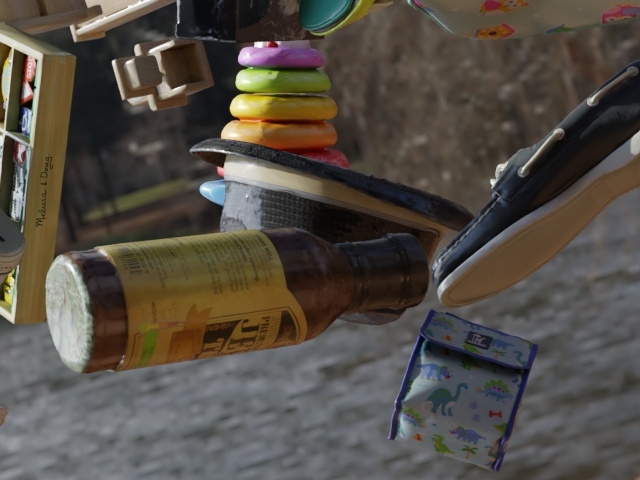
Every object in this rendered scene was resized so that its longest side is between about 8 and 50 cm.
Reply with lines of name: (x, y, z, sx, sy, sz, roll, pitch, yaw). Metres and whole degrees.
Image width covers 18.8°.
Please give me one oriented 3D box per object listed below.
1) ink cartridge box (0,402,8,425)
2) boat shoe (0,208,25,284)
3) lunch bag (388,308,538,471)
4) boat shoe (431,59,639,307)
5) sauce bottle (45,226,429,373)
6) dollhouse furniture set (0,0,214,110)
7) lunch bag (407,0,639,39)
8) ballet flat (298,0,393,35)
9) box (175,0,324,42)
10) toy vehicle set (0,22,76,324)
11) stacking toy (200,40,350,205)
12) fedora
ink cartridge box: (-0.462, 0.224, 2.200, 0.153, 0.087, 0.208, -54, -14, 0)
boat shoe: (-0.376, -0.040, 1.853, 0.083, 0.226, 0.076, -18, -28, -47)
lunch bag: (0.155, 0.151, 2.055, 0.128, 0.151, 0.096, 18, -37, 7)
boat shoe: (0.220, -0.053, 1.846, 0.302, 0.091, 0.114, -35, -24, 0)
sauce bottle: (-0.065, 0.044, 1.705, 0.344, 0.111, 0.111, -7, -4, -26)
dollhouse furniture set: (-0.333, -0.264, 2.142, 0.173, 0.303, 0.355, -16, 1, 44)
lunch bag: (0.170, -0.259, 1.572, 0.224, 0.108, 0.279, -11, -19, 25)
ballet flat: (0.055, -0.278, 2.011, 0.077, 0.077, 0.231, 2, -24, -25)
box: (-0.074, -0.299, 2.132, 0.093, 0.156, 0.158, 9, 12, 37)
toy vehicle set: (-0.305, -0.069, 1.899, 0.035, 0.267, 0.166, -1, 16, -34)
stacking toy: (-0.044, -0.188, 2.351, 0.175, 0.302, 0.165, 5, 8, 27)
fedora: (0.000, 0.000, 2.076, 0.334, 0.153, 0.334, 16, -2, 1)
